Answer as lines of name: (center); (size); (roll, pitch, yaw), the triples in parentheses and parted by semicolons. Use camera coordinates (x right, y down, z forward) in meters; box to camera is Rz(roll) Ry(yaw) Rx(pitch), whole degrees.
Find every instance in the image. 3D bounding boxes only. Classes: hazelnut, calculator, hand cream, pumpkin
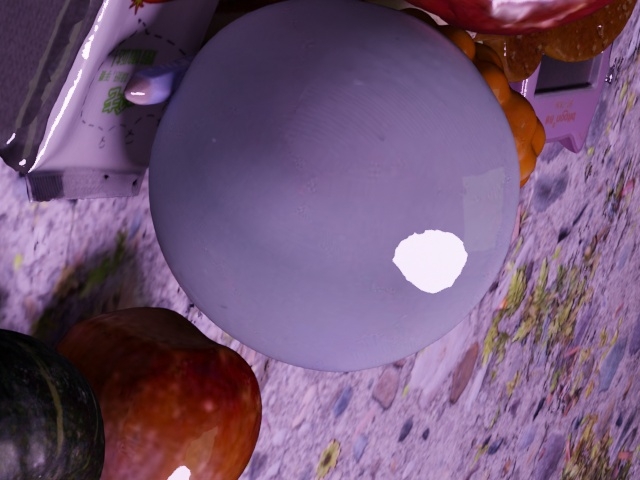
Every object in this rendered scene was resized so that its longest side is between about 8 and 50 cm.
hazelnut: (-0.110, 0.114, 1.011); (0.143, 0.154, 0.143); (-5, 99, -34)
calculator: (0.219, -0.215, 1.463); (0.194, 0.043, 0.294); (-14, 120, -56)
hand cream: (-0.079, -0.172, 0.941); (0.121, 0.076, 0.336); (-7, 124, -60)
pumpkin: (-0.191, 0.126, 0.896); (0.167, 0.125, 0.167); (-56, 161, -31)

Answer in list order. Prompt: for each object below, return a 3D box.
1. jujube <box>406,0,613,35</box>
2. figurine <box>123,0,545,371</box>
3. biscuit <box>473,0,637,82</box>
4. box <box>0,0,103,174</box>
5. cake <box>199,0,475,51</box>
jujube: (0.097, -0.233, 0.952); (0.318, 0.223, 0.223); (-97, -167, -60)
figurine: (0.031, 0.004, 1.050); (0.382, 0.224, 0.205); (61, 34, -66)
biscuit: (0.179, -0.213, 1.339); (0.236, 0.039, 0.180); (0, 106, -44)
box: (-0.165, -0.232, 0.514); (0.204, 0.251, 0.345); (22, 92, -63)
cake: (0.029, -0.145, 1.085); (0.220, 0.117, 0.086); (-41, 150, -42)
